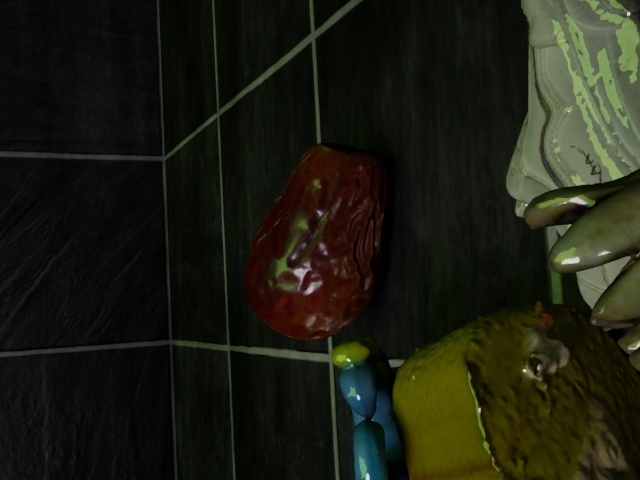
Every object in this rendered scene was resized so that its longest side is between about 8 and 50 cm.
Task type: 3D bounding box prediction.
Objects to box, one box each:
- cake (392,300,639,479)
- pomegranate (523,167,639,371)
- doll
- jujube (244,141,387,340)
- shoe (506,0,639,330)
[{"bbox_3d":[0.177,0.186,0.604,0.156,0.179,0.261,134,127,-57],"label":"cake"},{"bbox_3d":[0.240,-0.068,0.314,0.242,0.306,0.242,48,171,10],"label":"pomegranate"},{"bbox_3d":[0.070,0.260,0.727,0.346,0.098,0.342,42,-148,-69],"label":"doll"},{"bbox_3d":[0.000,0.000,0.989,0.190,0.189,0.256,40,120,58],"label":"jujube"},{"bbox_3d":[0.204,-0.099,0.585,0.211,0.132,0.342,-54,47,48],"label":"shoe"}]
